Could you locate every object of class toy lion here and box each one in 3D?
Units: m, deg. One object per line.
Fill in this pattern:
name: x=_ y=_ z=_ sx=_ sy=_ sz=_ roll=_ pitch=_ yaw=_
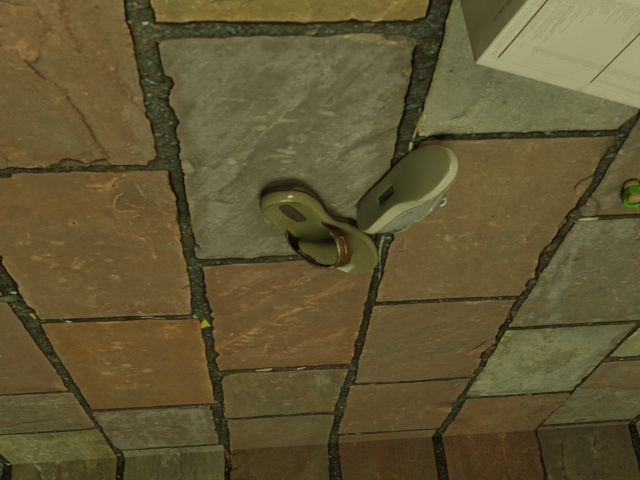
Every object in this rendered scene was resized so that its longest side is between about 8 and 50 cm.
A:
toy lion: x=0.543 y=-0.070 z=1.250 sx=0.100 sy=0.034 sz=0.096 roll=-8 pitch=157 yaw=6

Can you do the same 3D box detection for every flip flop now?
flip flop: x=0.000 y=0.000 z=1.229 sx=0.112 sy=0.080 sz=0.277 roll=-20 pitch=147 yaw=23

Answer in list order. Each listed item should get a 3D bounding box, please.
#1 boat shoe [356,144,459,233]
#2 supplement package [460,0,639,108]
boat shoe: x=0.143 y=-0.072 z=1.143 sx=0.081 sy=0.079 sz=0.227 roll=6 pitch=155 yaw=-31
supplement package: x=0.286 y=-0.248 z=0.796 sx=0.244 sy=0.134 sz=0.139 roll=9 pitch=147 yaw=-23
